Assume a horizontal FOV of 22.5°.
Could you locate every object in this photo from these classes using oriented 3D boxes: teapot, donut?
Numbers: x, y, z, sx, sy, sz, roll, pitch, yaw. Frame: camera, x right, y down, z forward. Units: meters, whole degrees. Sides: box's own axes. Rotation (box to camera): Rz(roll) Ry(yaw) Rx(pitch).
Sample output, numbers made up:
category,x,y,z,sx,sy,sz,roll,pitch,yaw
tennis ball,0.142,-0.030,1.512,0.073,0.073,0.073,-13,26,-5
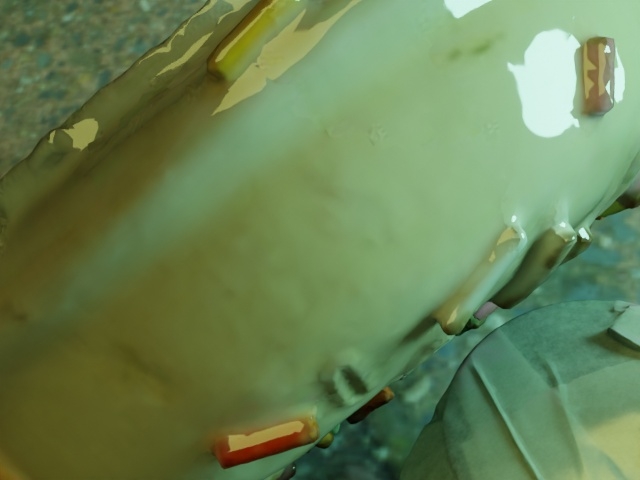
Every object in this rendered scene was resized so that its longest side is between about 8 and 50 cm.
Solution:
category,x,y,z,sx,sy,sz,roll,pitch,yaw
teapot,0.137,0.119,0.643,0.221,0.178,0.163,16,57,21
donut,0.000,0.000,0.663,0.382,0.382,0.142,-36,84,-17
